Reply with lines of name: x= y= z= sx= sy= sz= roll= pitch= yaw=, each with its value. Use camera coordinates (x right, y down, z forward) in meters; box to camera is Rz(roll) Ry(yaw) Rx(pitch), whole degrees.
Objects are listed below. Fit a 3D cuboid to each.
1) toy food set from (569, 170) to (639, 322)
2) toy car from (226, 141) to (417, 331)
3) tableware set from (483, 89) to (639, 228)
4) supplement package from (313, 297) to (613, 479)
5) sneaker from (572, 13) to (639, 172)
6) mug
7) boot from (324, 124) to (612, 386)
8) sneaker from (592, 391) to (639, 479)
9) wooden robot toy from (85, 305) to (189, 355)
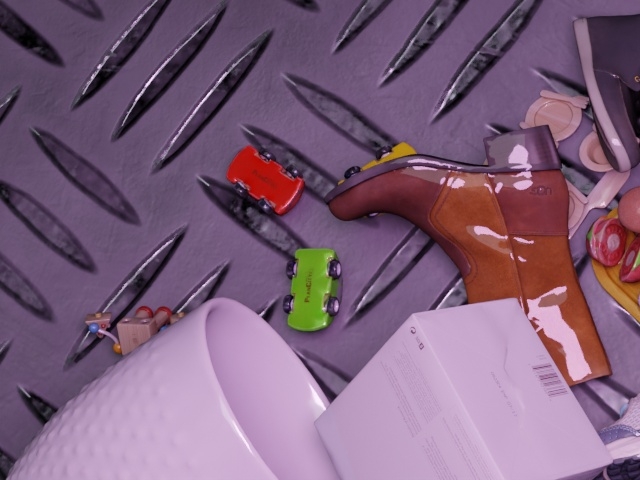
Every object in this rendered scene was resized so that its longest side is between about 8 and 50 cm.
toy food set: x=0.345 y=0.007 z=1.431 sx=0.128 sy=0.071 sz=0.218 roll=-45 pitch=62 yaw=0
toy car: x=0.000 y=0.000 z=1.571 sx=0.239 sy=0.053 sz=0.225 roll=-1 pitch=71 yaw=20
tableware set: x=0.257 y=-0.088 z=1.514 sx=0.141 sy=0.020 sz=0.169 roll=35 pitch=80 yaw=34
supplement package: x=0.134 y=0.197 z=1.347 sx=0.203 sy=0.149 sz=0.194 roll=-52 pitch=55 yaw=41
sneaker: x=0.343 y=-0.173 z=1.468 sx=0.118 sy=0.083 sz=0.222 roll=-13 pitch=49 yaw=12
mug: x=-0.136 y=0.298 z=1.414 sx=0.328 sy=0.276 sz=0.374 roll=-34 pitch=93 yaw=14
boot: x=0.153 y=0.040 z=1.468 sx=0.264 sy=0.096 sz=0.280 roll=-12 pitch=90 yaw=10
sneaker: x=0.367 y=0.158 z=1.364 sx=0.283 sy=0.110 sz=0.122 roll=-24 pitch=55 yaw=2
wooden robot toy: x=-0.195 y=0.124 z=1.603 sx=0.173 sy=0.076 sz=0.079 roll=2 pitch=107 yaw=20
